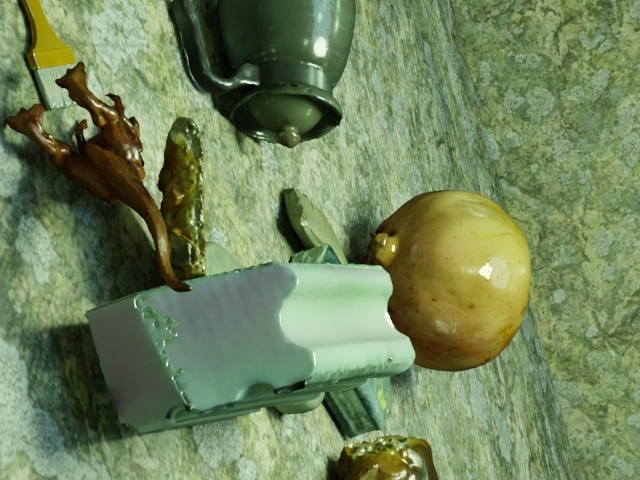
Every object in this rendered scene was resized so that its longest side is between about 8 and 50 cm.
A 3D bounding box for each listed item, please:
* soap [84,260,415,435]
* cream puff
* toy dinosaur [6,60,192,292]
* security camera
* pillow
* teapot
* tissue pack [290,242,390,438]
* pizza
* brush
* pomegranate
[{"bbox_3d":[-0.085,0.127,1.638,0.446,0.261,0.156,3,70,-67],"label":"soap"},{"bbox_3d":[0.111,0.398,2.079,0.269,0.155,0.241,50,30,-50],"label":"cream puff"},{"bbox_3d":[-0.254,-0.092,1.571,0.208,0.097,0.432,49,10,-27],"label":"toy dinosaur"},{"bbox_3d":[-0.082,0.118,1.934,0.301,0.080,0.157,54,27,-35],"label":"security camera"},{"bbox_3d":[0.000,0.000,2.265,0.208,0.053,0.119,56,11,-37],"label":"pillow"},{"bbox_3d":[-0.067,-0.288,2.129,0.305,0.223,0.285,40,44,-60],"label":"teapot"},{"bbox_3d":[0.031,0.159,2.179,0.257,0.081,0.185,61,22,-28],"label":"tissue pack"},{"bbox_3d":[-0.172,-0.007,1.669,0.197,0.058,0.292,-104,-164,-52],"label":"pizza"},{"bbox_3d":[-0.352,-0.289,1.658,0.272,0.013,0.103,70,20,-4],"label":"brush"},{"bbox_3d":[0.209,0.062,2.438,0.338,0.338,0.338,52,27,-43],"label":"pomegranate"}]
